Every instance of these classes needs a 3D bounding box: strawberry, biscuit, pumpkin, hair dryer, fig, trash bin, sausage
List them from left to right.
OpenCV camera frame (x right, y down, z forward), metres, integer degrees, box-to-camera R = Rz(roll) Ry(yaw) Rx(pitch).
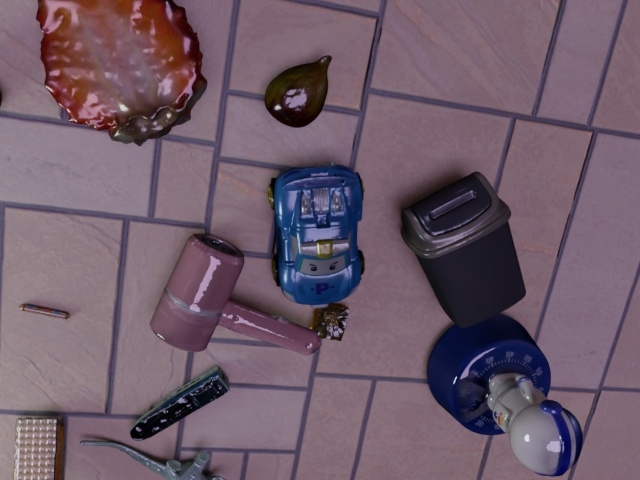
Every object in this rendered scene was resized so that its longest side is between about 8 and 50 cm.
[{"bbox_3d":[-0.587,0.554,1.326,0.094,0.054,0.379,0,85,-5],"label":"biscuit"},{"bbox_3d":[-0.551,0.143,1.290,0.100,0.015,0.015,15,104,-16],"label":"sausage"},{"bbox_3d":[-0.345,-0.338,1.117,0.265,0.149,0.336,-26,101,5],"label":"strawberry"},{"bbox_3d":[-0.143,0.141,1.319,0.352,0.125,0.210,23,101,-19],"label":"hair dryer"},{"bbox_3d":[-0.034,-0.287,1.212,0.109,0.103,0.155,19,113,-40],"label":"fig"},{"bbox_3d":[0.020,0.174,1.402,0.074,0.054,0.083,9,102,-20],"label":"pumpkin"},{"bbox_3d":[0.299,0.018,1.346,0.209,0.182,0.290,-28,116,-3],"label":"trash bin"}]

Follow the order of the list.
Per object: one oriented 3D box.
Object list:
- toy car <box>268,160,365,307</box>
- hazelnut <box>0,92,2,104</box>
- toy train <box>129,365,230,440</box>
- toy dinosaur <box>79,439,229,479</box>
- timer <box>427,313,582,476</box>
[{"bbox_3d":[0.000,0.000,1.284,0.198,0.166,0.314,-3,109,-7],"label":"toy car"},{"bbox_3d":[-0.600,-0.252,1.121,0.086,0.086,0.086,-4,109,-11],"label":"hazelnut"},{"bbox_3d":[-0.308,0.355,1.393,0.234,0.051,0.052,-31,111,3],"label":"toy train"},{"bbox_3d":[-0.323,0.489,1.417,0.383,0.076,0.129,38,121,-14],"label":"toy dinosaur"},{"bbox_3d":[0.414,0.349,1.365,0.270,0.383,0.270,-4,109,-11],"label":"timer"}]
